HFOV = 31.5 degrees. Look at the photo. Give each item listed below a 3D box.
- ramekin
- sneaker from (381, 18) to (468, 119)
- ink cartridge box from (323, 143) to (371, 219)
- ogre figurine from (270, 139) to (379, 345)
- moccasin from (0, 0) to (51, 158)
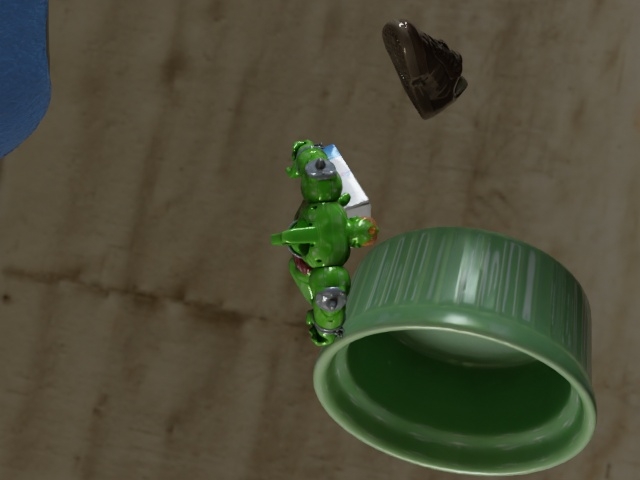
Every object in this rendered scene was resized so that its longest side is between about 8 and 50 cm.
[{"bbox_3d":[0.154,0.120,1.247,0.303,0.303,0.148,82,-161,-51],"label":"ramekin"},{"bbox_3d":[0.121,-0.205,1.276,0.066,0.071,0.188,58,-179,23],"label":"sneaker"},{"bbox_3d":[0.023,-0.058,1.579,0.089,0.052,0.122,86,158,-49],"label":"ink cartridge box"},{"bbox_3d":[0.000,0.000,1.085,0.118,0.096,0.197,156,128,-83],"label":"ogre figurine"},{"bbox_3d":[-0.219,-0.141,0.673,0.342,0.137,0.117,-41,67,56],"label":"moccasin"}]
